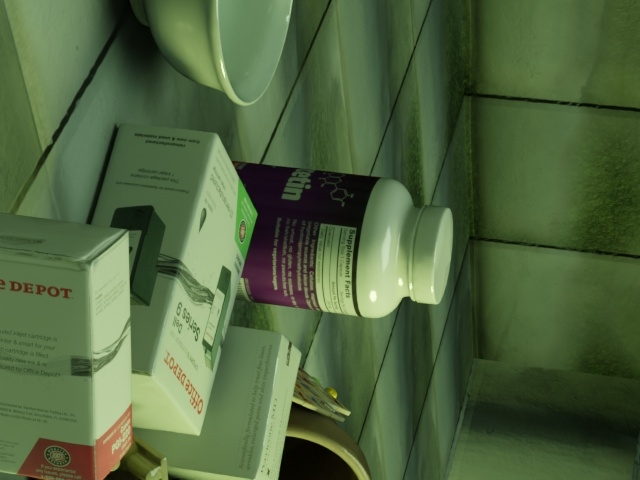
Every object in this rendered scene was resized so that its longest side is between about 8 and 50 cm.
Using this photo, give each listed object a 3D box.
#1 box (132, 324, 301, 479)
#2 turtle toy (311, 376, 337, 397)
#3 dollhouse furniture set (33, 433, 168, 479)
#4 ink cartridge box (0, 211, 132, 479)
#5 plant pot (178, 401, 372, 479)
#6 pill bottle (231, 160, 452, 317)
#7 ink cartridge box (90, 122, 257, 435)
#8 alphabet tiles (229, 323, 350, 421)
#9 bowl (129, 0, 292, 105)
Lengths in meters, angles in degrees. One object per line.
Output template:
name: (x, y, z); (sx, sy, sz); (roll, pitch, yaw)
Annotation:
box: (-0.133, 0.195, 1.877); (0.119, 0.182, 0.181); (54, 45, -71)
turtle toy: (-0.019, 0.277, 2.604); (0.130, 0.066, 0.095); (-67, -178, -55)
dollhouse furniture set: (-0.262, 0.265, 1.719); (0.151, 0.123, 0.144); (-18, 119, -36)
ink cartridge box: (-0.254, 0.092, 1.396); (0.092, 0.158, 0.218); (-51, 145, -63)
plant pot: (-0.060, 0.299, 2.153); (0.229, 0.263, 0.263); (-92, -179, -62)
pill bottle: (0.000, 0.000, 2.024); (0.181, 0.323, 0.181); (7, 90, -76)
ink cartridge box: (-0.178, 0.048, 1.755); (0.211, 0.121, 0.289); (66, 34, -63)
alphabet tiles: (-0.050, 0.175, 2.106); (0.009, 0.198, 0.237); (-53, 148, 3)
bowl: (-0.129, -0.304, 1.760); (0.298, 0.134, 0.298); (7, 90, -77)
